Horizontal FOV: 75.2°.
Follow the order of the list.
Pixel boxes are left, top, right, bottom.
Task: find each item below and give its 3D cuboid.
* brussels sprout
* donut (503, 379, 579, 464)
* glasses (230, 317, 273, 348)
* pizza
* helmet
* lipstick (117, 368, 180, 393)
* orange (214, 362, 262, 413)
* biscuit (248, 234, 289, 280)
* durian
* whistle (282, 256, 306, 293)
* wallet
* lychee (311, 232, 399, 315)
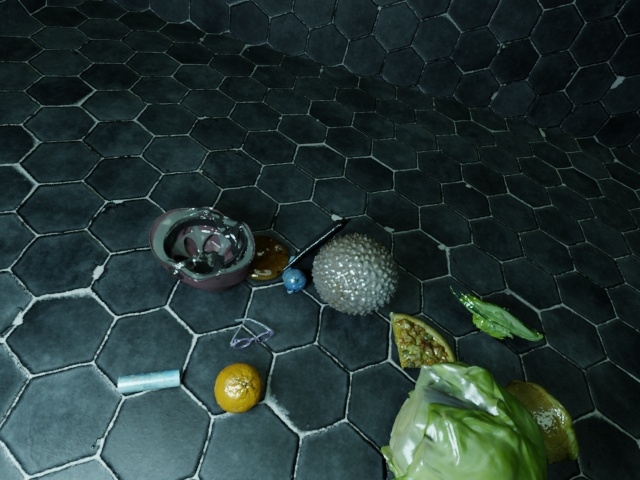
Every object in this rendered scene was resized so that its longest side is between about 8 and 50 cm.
[{"bbox_3d":[0.377,0.549,1.067,0.360,0.343,0.425,28,50,5],"label":"brussels sprout"},{"bbox_3d":[0.606,0.524,1.212,0.128,0.261,0.209,-15,82,-13],"label":"donut"},{"bbox_3d":[-0.228,0.275,1.319,0.139,0.063,0.104,-9,52,-25],"label":"glasses"},{"bbox_3d":[0.334,0.357,1.414,0.197,0.058,0.292,-32,64,-35],"label":"pizza"},{"bbox_3d":[-0.381,0.045,1.386,0.337,0.197,0.271,13,54,4],"label":"helmet"},{"bbox_3d":[-0.473,0.391,1.153,0.157,0.048,0.048,-2,50,-17],"label":"lipstick"},{"bbox_3d":[-0.228,0.409,1.163,0.135,0.118,0.136,12,41,-11],"label":"orange"},{"bbox_3d":[-0.219,0.058,1.530,0.212,0.036,0.212,8,47,-9],"label":"biscuit"},{"bbox_3d":[0.633,0.285,1.532,0.374,0.107,0.132,25,50,5],"label":"durian"},{"bbox_3d":[-0.085,0.127,1.477,0.090,0.090,0.158,21,46,2],"label":"whistle"},{"bbox_3d":[0.000,0.000,1.431,0.041,0.247,0.323,50,13,-1],"label":"wallet"},{"bbox_3d":[0.114,0.123,1.403,0.299,0.300,0.300,8,48,-9],"label":"lychee"}]
